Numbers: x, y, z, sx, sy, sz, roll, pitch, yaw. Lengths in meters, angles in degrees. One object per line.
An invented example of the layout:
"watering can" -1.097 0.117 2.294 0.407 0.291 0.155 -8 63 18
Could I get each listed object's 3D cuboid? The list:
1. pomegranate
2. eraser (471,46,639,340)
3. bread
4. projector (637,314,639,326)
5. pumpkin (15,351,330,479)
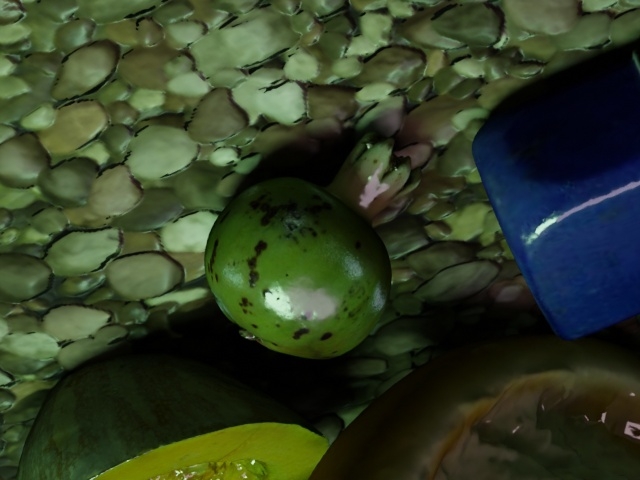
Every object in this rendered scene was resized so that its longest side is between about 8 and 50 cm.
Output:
"pomegranate" 0.000 0.000 0.954 0.142 0.114 0.114 -51 136 -1
"eraser" 0.261 -0.064 0.949 0.332 0.102 0.155 -23 141 10
"bread" 0.137 0.250 1.070 0.424 0.329 0.245 -35 156 -47
"projector" 0.272 0.024 1.097 0.115 0.061 0.147 -12 141 0
"pumpkin" -0.110 0.134 1.088 0.217 0.110 0.217 -20 151 -11
